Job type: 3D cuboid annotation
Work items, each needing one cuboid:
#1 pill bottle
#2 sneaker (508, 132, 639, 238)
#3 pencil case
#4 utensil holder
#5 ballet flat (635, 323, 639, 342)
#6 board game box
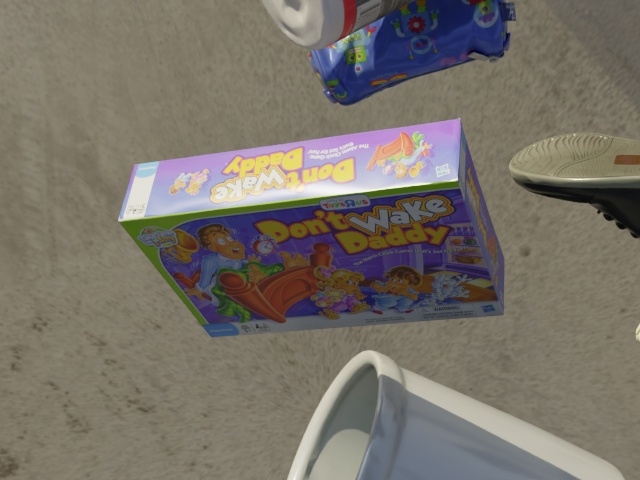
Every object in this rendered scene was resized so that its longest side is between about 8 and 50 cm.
[{"bbox_3d":[0.080,-0.393,1.266,0.319,0.176,0.176,-32,81,-21],"label":"pill bottle"},{"bbox_3d":[0.297,-0.035,0.948,0.222,0.118,0.083,7,43,32],"label":"sneaker"},{"bbox_3d":[0.134,-0.291,1.418,0.306,0.119,0.133,-16,76,10],"label":"pencil case"},{"bbox_3d":[0.174,0.373,1.305,0.386,0.327,0.327,25,80,-10],"label":"utensil holder"},{"bbox_3d":[0.498,0.119,1.407,0.074,0.203,0.074,0,53,0],"label":"ballet flat"},{"bbox_3d":[0.000,0.000,1.013,0.347,0.233,0.078,-6,52,19],"label":"board game box"}]
